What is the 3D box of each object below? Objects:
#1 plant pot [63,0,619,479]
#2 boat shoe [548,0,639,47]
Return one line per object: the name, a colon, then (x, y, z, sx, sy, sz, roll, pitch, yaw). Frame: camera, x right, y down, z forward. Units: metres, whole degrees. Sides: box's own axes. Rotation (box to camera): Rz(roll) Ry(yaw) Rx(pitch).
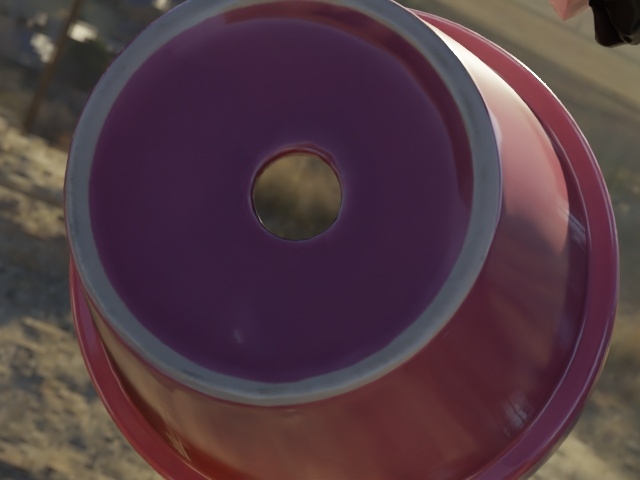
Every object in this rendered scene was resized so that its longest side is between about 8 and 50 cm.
plant pot: (0.000, 0.000, 0.580, 0.201, 0.201, 0.180, 30, -6, 13)
boat shoe: (0.078, -0.236, 0.561, 0.340, 0.158, 0.127, 62, 0, 13)
